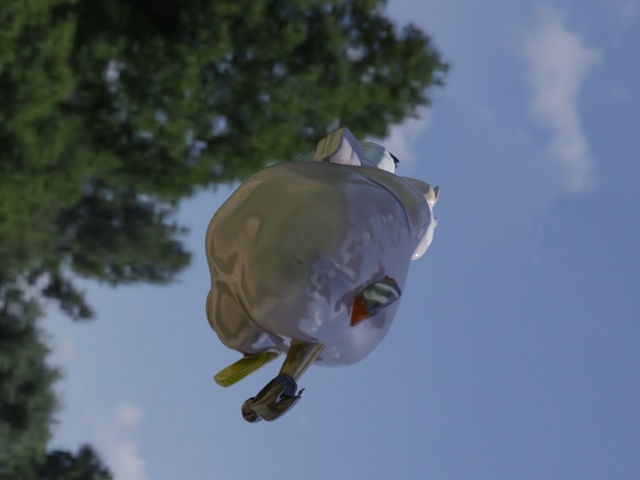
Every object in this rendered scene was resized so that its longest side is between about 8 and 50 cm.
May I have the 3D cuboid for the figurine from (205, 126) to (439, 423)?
[{"bbox_3d":[0.000,0.000,0.858,0.112,0.137,0.229,64,20,-18],"label":"figurine"}]
